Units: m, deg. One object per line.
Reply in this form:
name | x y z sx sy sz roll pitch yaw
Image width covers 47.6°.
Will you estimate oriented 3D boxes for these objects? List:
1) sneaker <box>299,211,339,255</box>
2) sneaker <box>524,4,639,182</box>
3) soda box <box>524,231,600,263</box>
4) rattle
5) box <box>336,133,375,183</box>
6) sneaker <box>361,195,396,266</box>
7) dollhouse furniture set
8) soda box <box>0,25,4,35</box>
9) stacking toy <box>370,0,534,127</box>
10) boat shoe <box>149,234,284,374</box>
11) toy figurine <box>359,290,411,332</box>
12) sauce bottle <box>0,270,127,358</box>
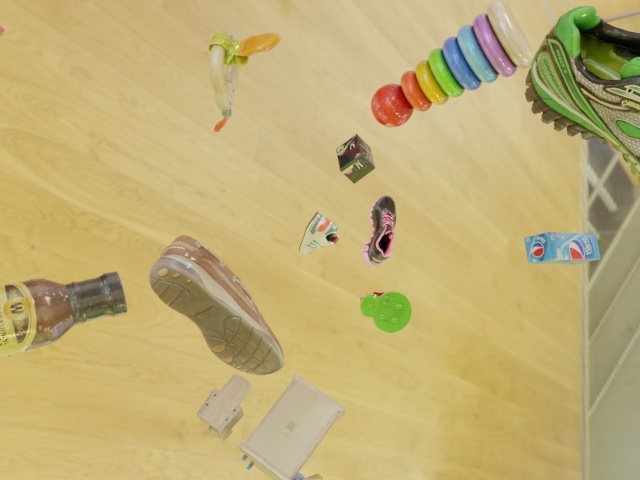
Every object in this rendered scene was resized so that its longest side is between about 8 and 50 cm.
sneaker | 0.000 0.000 1.690 0.057 0.075 0.161 -57 173 -32
sneaker | 0.395 -0.146 0.832 0.134 0.343 0.146 -51 160 -17
soda box | 0.593 0.020 1.774 0.210 0.071 0.067 1 77 -39
rattle | -0.149 -0.314 1.449 0.130 0.142 0.200 -103 -169 -68
box | 0.075 -0.176 1.563 0.052 0.062 0.083 39 28 -33
sneaker | 0.103 -0.018 1.146 0.047 0.057 0.119 17 72 -17
dollhouse furniture set | -0.093 0.447 1.680 0.198 0.286 0.303 -50 159 -23
soda box | -0.639 -0.275 1.185 0.092 0.083 0.263 44 61 -40
stacking toy | 0.244 -0.325 1.436 0.141 0.330 0.141 42 31 -33
boat shoe | -0.163 0.115 1.290 0.324 0.123 0.116 54 31 -31
toy figurine | 0.176 0.205 2.274 0.173 0.159 0.130 17 91 -18
sauce bottle | -0.469 0.117 1.086 0.344 0.111 0.111 -15 98 -22
